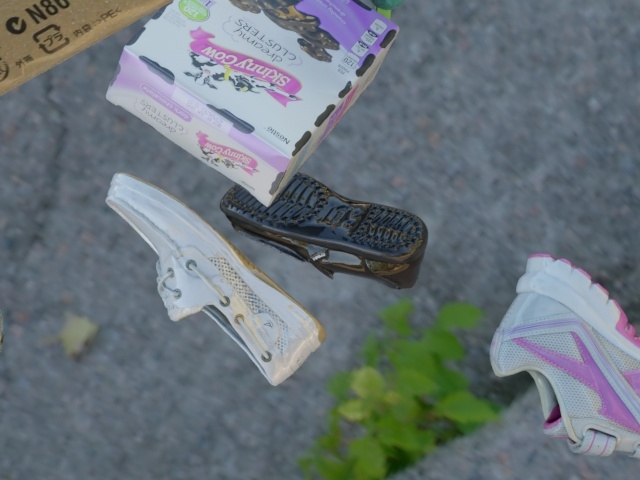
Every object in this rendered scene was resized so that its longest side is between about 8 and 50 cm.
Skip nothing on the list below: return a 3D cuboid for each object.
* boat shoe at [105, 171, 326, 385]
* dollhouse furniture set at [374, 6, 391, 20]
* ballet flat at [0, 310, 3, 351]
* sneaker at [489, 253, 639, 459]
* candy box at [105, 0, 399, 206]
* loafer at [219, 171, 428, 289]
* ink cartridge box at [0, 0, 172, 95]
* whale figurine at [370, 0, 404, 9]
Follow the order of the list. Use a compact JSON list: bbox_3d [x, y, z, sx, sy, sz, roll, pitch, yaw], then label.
[{"bbox_3d":[-0.124,0.042,1.950,0.277,0.098,0.096,40,81,-2],"label":"boat shoe"},{"bbox_3d":[0.030,-0.239,1.867,0.076,0.058,0.151,11,68,-8],"label":"dollhouse furniture set"},{"bbox_3d":[-0.225,0.036,1.018,0.114,0.041,0.041,11,73,-7],"label":"ballet flat"},{"bbox_3d":[0.231,0.127,1.472,0.252,0.103,0.111,40,84,4],"label":"sneaker"},{"bbox_3d":[-0.054,-0.148,1.570,0.165,0.070,0.196,34,50,4],"label":"candy box"},{"bbox_3d":[0.000,0.000,1.752,0.220,0.078,0.080,20,47,32],"label":"loafer"},{"bbox_3d":[-0.111,-0.185,0.931,0.235,0.088,0.193,-27,36,17],"label":"ink cartridge box"},{"bbox_3d":[0.108,-0.316,1.583,0.272,0.216,0.141,-50,21,10],"label":"whale figurine"}]
